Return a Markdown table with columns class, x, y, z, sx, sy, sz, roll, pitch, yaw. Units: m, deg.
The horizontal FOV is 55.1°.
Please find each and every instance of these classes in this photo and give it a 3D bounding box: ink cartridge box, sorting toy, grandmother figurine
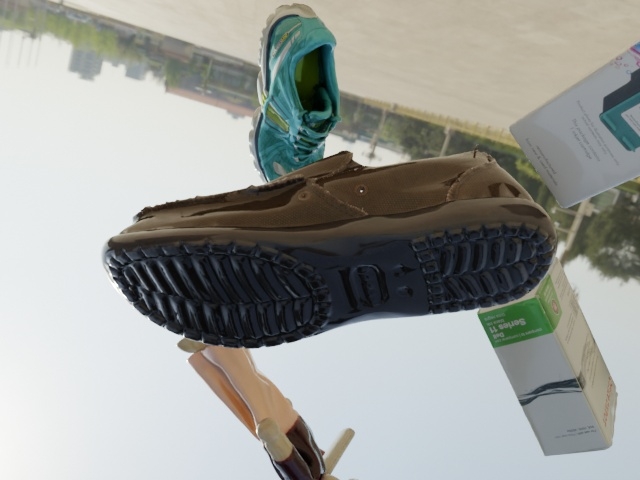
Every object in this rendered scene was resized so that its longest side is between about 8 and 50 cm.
| class | x | y | z | sx | sy | sz | roll | pitch | yaw |
| --- | --- | --- | --- | --- | --- | --- | --- | --- | --- |
| ink cartridge box | 0.253 | -0.116 | 0.389 | 0.134 | 0.078 | 0.231 | -33 | 180 | -32 |
| sorting toy | -0.048 | 0.412 | 0.924 | 0.041 | 0.229 | 0.307 | 33 | -172 | 12 |
| ink cartridge box | 0.301 | 0.148 | 0.798 | 0.086 | 0.209 | 0.153 | -24 | -176 | 33 |
| grandmother figurine | -0.056 | 0.255 | 0.820 | 0.342 | 0.104 | 0.208 | 55 | -170 | 5 |

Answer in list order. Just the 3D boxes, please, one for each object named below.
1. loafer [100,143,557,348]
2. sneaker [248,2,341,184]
| class | x | y | z | sx | sy | sz | roll | pitch | yaw |
| --- | --- | --- | --- | --- | --- | --- | --- | --- | --- |
| loafer | 0.000 | 0.000 | 0.524 | 0.365 | 0.134 | 0.130 | -4 | -137 | 6 |
| sneaker | -0.028 | -0.155 | 0.785 | 0.106 | 0.276 | 0.110 | -19 | -137 | -23 |
